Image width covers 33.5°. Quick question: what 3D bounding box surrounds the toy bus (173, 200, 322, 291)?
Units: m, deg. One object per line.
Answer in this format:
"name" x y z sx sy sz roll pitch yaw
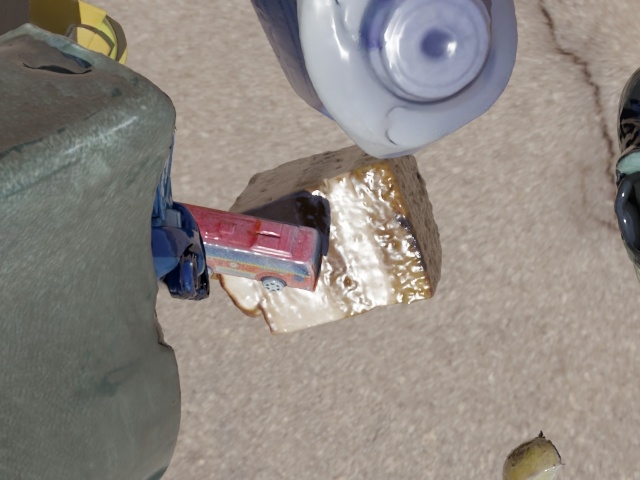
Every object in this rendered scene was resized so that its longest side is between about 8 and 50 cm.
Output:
"toy bus" -0.092 0.007 1.214 0.192 0.077 0.065 11 59 1

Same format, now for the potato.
"potato" 0.145 0.167 0.766 0.036 0.093 0.037 -18 60 -11

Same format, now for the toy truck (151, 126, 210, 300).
"toy truck" -0.083 -0.014 0.502 0.056 0.073 0.090 -3 83 -1

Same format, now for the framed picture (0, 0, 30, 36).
"framed picture" -0.407 -0.182 1.141 0.014 0.255 0.338 1 94 31

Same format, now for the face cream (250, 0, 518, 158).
"face cream" 0.006 -0.177 0.779 0.137 0.420 0.234 -27 115 -9

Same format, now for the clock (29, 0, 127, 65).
"clock" -0.421 -0.198 1.480 0.200 0.244 0.317 25 92 -28

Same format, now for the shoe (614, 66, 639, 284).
"shoe" 0.225 -0.044 0.700 0.071 0.099 0.169 -6 80 28

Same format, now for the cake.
"cake" 0.000 0.000 1.382 0.293 0.198 0.196 -18 107 13

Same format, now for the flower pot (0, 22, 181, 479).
"flower pot" -0.128 0.040 0.418 0.103 0.108 0.229 20 123 26
